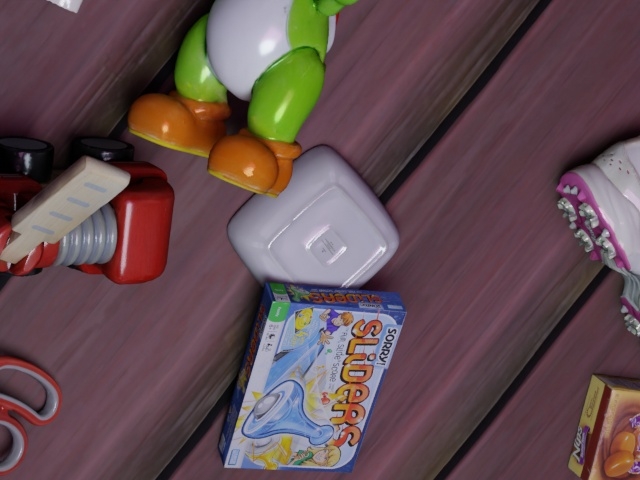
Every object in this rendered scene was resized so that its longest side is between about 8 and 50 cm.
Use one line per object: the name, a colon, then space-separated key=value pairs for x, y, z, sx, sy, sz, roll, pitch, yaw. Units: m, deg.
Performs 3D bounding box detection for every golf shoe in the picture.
golf shoe: x=0.360 y=0.027 z=1.794 sx=0.140 sy=0.115 sz=0.306 roll=-38 pitch=117 yaw=-11

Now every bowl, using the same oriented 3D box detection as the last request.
bowl: x=0.000 y=0.000 z=1.695 sx=0.142 sy=0.053 sz=0.142 roll=-41 pitch=116 yaw=-2

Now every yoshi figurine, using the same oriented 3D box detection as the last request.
yoshi figurine: x=-0.041 y=-0.232 z=1.538 sx=0.204 sy=0.203 sz=0.362 roll=24 pitch=95 yaw=-17

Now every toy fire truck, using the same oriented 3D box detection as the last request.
toy fire truck: x=-0.208 y=-0.023 z=1.496 sx=0.217 sy=0.246 sz=0.158 roll=-1 pitch=107 yaw=-33

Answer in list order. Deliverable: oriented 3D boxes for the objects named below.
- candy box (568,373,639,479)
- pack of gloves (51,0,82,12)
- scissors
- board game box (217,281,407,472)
candy box: x=0.365 y=0.207 z=1.881 sx=0.187 sy=0.053 sz=0.109 roll=7 pitch=104 yaw=-22
pack of gloves: x=-0.242 y=-0.335 z=1.509 sx=0.195 sy=0.046 sz=0.232 roll=23 pitch=95 yaw=-25
scissors: x=-0.347 y=0.120 z=1.574 sx=0.297 sy=0.021 sz=0.109 roll=37 pitch=78 yaw=-43
board game box: x=-0.010 y=0.135 z=1.711 sx=0.136 sy=0.035 sz=0.201 roll=4 pitch=122 yaw=-19
